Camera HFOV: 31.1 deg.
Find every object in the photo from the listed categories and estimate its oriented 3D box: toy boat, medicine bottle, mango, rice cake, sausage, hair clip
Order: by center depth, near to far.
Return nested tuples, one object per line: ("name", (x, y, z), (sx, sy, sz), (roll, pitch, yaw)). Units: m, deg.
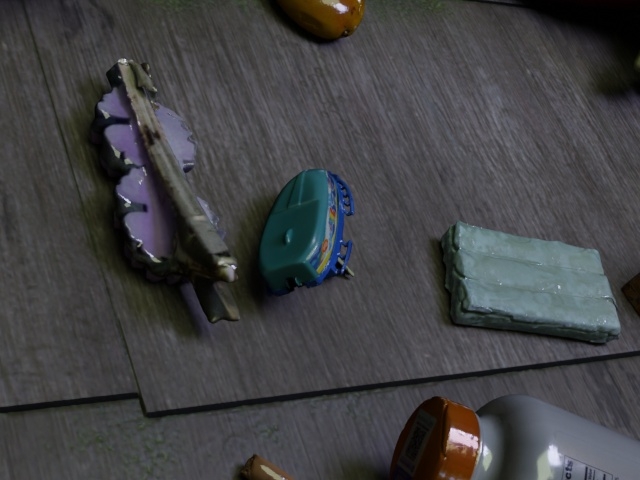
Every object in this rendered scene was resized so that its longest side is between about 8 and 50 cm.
("sausage", (-0.013, 0.214, 0.937), (0.116, 0.026, 0.026), (36, 45, -2))
("medicine bottle", (0.205, 0.227, 0.973), (0.289, 0.157, 0.157), (23, 47, -15))
("hair clip", (-0.142, -0.052, 1.034), (0.106, 0.084, 0.292), (-6, 54, -30))
("toy boat", (0.000, 0.000, 1.091), (0.110, 0.091, 0.175), (54, 31, -35))
("rice cake", (0.226, 0.047, 1.212), (0.211, 0.038, 0.124), (14, 50, -24))
("mango", (-0.005, -0.275, 1.305), (0.114, 0.060, 0.080), (39, 60, -2))

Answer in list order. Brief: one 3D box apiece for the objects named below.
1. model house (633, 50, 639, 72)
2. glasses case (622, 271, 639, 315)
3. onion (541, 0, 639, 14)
("model house", (0.550, -0.250, 1.515), (0.325, 0.267, 0.194), (-23, 57, -29))
("glasses case", (0.428, 0.007, 1.244), (0.075, 0.218, 0.049), (-12, 64, -38))
("onion", (0.432, -0.515, 1.524), (0.398, 0.420, 0.398), (20, 53, -29))
